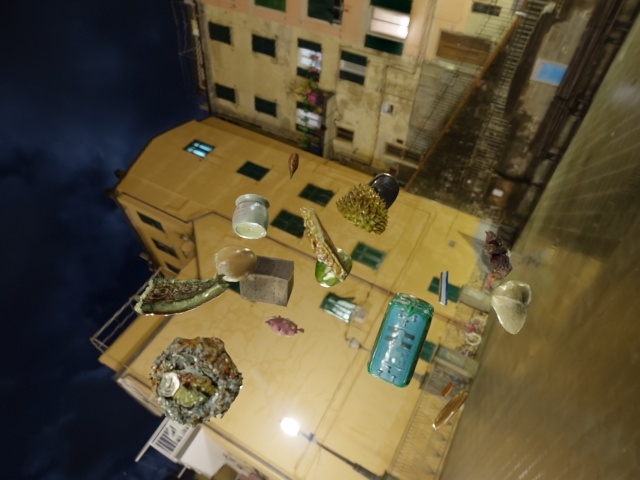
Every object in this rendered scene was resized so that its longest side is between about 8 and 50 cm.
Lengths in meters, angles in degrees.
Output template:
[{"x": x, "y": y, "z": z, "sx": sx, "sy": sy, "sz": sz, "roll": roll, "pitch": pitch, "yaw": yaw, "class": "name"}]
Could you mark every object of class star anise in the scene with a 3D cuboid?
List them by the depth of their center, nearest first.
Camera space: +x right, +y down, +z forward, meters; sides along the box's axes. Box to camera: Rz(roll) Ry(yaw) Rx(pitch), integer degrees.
[{"x": 0.917, "y": 0.065, "z": 2.198, "sx": 0.220, "sy": 0.099, "sz": 0.214, "roll": 37, "pitch": -136, "yaw": -32, "class": "star anise"}]

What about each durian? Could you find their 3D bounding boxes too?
[{"x": 0.149, "y": -0.124, "z": 1.652, "sx": 0.186, "sy": 0.260, "sz": 0.154, "roll": -21, "pitch": -50, "yaw": -36, "class": "durian"}]

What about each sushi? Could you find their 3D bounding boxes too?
[{"x": -0.530, "y": 0.599, "z": 1.805, "sx": 0.176, "sy": 0.417, "sz": 0.418, "roll": -68, "pitch": -3, "yaw": -74, "class": "sushi"}]

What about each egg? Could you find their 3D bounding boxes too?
[{"x": -0.466, "y": 0.123, "z": 2.353, "sx": 0.244, "sy": 0.201, "sz": 0.201, "roll": -21, "pitch": -44, "yaw": -33, "class": "egg"}]

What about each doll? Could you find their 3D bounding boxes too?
[{"x": -0.216, "y": 0.523, "z": 2.587, "sx": 0.211, "sy": 0.261, "sz": 0.093, "roll": -136, "pitch": 66, "yaw": -70, "class": "doll"}]

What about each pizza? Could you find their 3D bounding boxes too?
[{"x": 0.012, "y": 0.013, "z": 1.791, "sx": 0.087, "sy": 0.258, "sz": 0.268, "roll": -29, "pitch": -51, "yaw": 9, "class": "pizza"}]

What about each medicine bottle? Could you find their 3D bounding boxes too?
[{"x": -0.281, "y": -0.098, "z": 1.729, "sx": 0.147, "sy": 0.147, "sz": 0.143, "roll": 78, "pitch": -169, "yaw": -60, "class": "medicine bottle"}]

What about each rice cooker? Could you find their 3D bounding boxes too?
[{"x": 0.253, "y": -0.199, "z": 1.847, "sx": 0.203, "sy": 0.142, "sz": 0.118, "roll": -51, "pitch": 11, "yaw": 23, "class": "rice cooker"}]

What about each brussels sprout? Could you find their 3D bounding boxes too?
[{"x": 0.057, "y": 0.133, "z": 2.121, "sx": 0.223, "sy": 0.161, "sz": 0.223, "roll": -46, "pitch": 22, "yaw": 24, "class": "brussels sprout"}]

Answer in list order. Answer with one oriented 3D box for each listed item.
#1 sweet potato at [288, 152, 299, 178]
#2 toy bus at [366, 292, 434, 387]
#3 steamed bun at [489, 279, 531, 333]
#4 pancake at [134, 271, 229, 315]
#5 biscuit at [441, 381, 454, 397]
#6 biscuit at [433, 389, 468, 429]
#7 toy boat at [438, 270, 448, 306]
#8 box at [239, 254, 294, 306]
[{"x": -0.124, "y": -0.329, "z": 1.889, "sx": 0.049, "sy": 0.049, "sz": 0.117, "roll": 11, "pitch": -91, "yaw": -71, "class": "sweet potato"}, {"x": 0.304, "y": 0.384, "z": 1.641, "sx": 0.199, "sy": 0.183, "sz": 0.344, "roll": 13, "pitch": -85, "yaw": -73, "class": "toy bus"}, {"x": 0.829, "y": 0.253, "z": 1.809, "sx": 0.231, "sy": 0.110, "sz": 0.212, "roll": 52, "pitch": -120, "yaw": -28, "class": "steamed bun"}, {"x": -0.643, "y": 0.259, "z": 2.010, "sx": 0.426, "sy": 0.067, "sz": 0.305, "roll": -3, "pitch": -35, "yaw": -27, "class": "pancake"}, {"x": 0.625, "y": 0.735, "z": 2.096, "sx": 0.091, "sy": 0.015, "sz": 0.078, "roll": -51, "pitch": -5, "yaw": -2, "class": "biscuit"}, {"x": 0.665, "y": 0.865, "z": 2.191, "sx": 0.262, "sy": 0.037, "sz": 0.262, "roll": -43, "pitch": -18, "yaw": -18, "class": "biscuit"}, {"x": 0.670, "y": 0.261, "z": 2.314, "sx": 0.080, "sy": 0.045, "sz": 0.229, "roll": 99, "pitch": -173, "yaw": -49, "class": "toy boat"}, {"x": -0.321, "y": 0.239, "z": 2.595, "sx": 0.190, "sy": 0.296, "sz": 0.225, "roll": -74, "pitch": -9, "yaw": -51, "class": "box"}]
